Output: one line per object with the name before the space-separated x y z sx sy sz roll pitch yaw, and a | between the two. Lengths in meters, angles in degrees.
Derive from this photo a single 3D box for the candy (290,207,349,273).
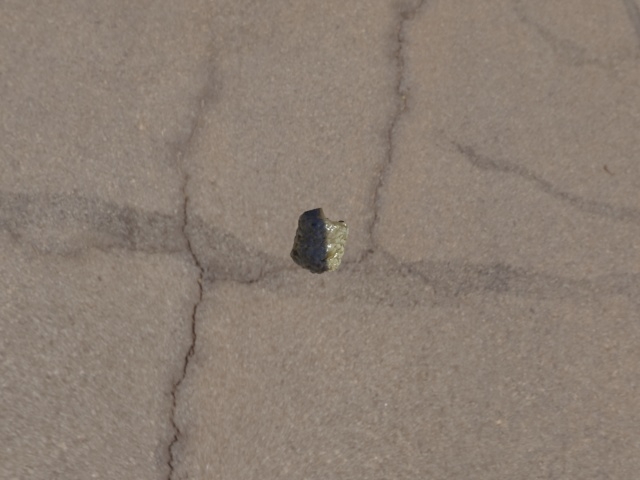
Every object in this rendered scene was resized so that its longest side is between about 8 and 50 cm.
candy | 0.000 0.000 1.022 0.095 0.085 0.110 24 101 14
